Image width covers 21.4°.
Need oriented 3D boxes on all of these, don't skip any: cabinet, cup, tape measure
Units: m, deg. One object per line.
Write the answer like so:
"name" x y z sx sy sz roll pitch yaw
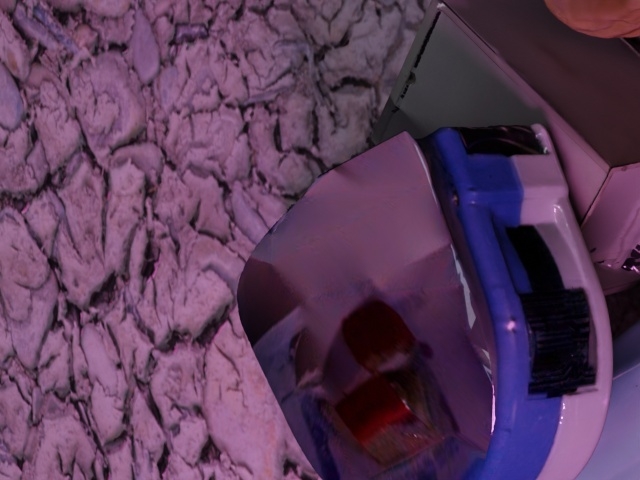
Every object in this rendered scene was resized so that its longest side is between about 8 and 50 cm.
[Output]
"cabinet" 0.175 -0.076 1.290 0.206 0.150 0.145 50 134 31
"cup" 0.229 0.150 1.285 0.134 0.148 0.235 49 124 6
"tape measure" 0.087 0.070 1.210 0.259 0.138 0.262 -41 69 50

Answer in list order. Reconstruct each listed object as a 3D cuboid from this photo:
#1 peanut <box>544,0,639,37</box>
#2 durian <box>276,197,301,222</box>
"peanut" 0.278 -0.221 1.163 0.291 0.143 0.159 3 107 46
"durian" -0.001 -0.002 1.561 0.140 0.071 0.110 23 111 50
